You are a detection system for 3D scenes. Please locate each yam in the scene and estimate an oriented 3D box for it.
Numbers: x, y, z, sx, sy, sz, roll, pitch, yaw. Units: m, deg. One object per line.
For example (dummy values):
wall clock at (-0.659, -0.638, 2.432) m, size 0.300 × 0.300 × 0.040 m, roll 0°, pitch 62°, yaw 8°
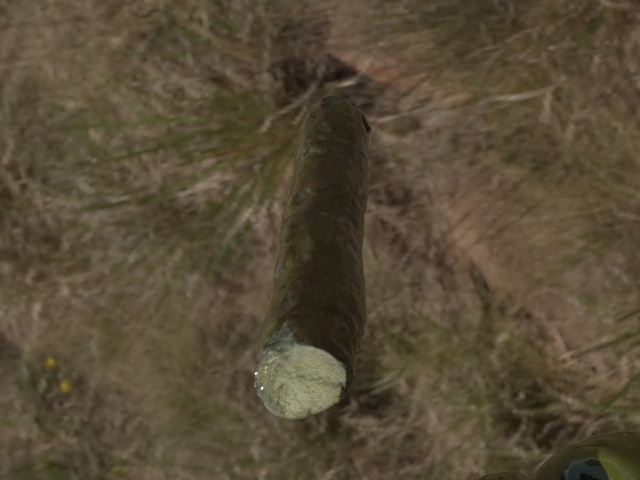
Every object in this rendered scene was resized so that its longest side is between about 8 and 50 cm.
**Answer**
yam at (0.000, 0.000, 0.879) m, size 0.061 × 0.274 × 0.061 m, roll 2°, pitch 126°, yaw 3°

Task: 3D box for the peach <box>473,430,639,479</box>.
peach at (0.193, 0.280, 1.008) m, size 0.247 × 0.292 × 0.292 m, roll 22°, pitch 120°, yaw 55°
